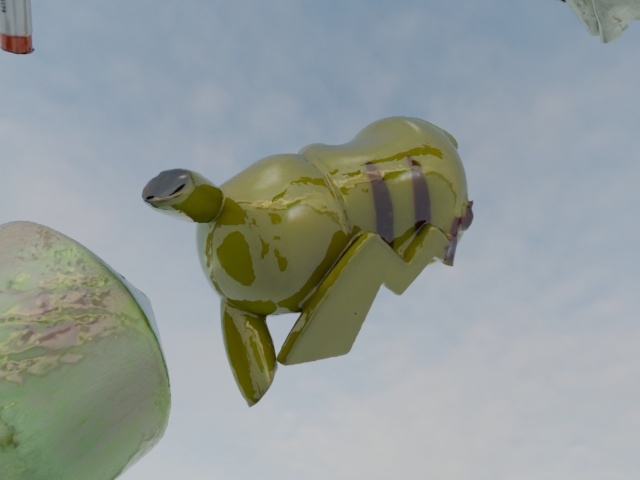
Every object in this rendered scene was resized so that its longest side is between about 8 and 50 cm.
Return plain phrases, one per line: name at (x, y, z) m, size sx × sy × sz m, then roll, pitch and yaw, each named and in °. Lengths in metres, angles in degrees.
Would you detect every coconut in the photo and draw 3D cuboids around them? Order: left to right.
coconut at (-0.219, 0.096, 0.473) m, size 0.235 × 0.236 × 0.205 m, roll 20°, pitch -47°, yaw -16°

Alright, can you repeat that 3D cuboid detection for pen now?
pen at (-0.220, -0.248, 0.443) m, size 0.028 × 0.028 × 0.239 m, roll 10°, pitch -56°, yaw -5°

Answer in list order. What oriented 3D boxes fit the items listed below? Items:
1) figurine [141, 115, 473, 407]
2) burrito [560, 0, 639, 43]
figurine at (0.006, -0.002, 0.613) m, size 0.326 × 0.169 × 0.218 m, roll -19°, pitch -72°, yaw -21°
burrito at (0.167, -0.342, 0.568) m, size 0.117 × 0.076 × 0.392 m, roll -45°, pitch -82°, yaw 1°
